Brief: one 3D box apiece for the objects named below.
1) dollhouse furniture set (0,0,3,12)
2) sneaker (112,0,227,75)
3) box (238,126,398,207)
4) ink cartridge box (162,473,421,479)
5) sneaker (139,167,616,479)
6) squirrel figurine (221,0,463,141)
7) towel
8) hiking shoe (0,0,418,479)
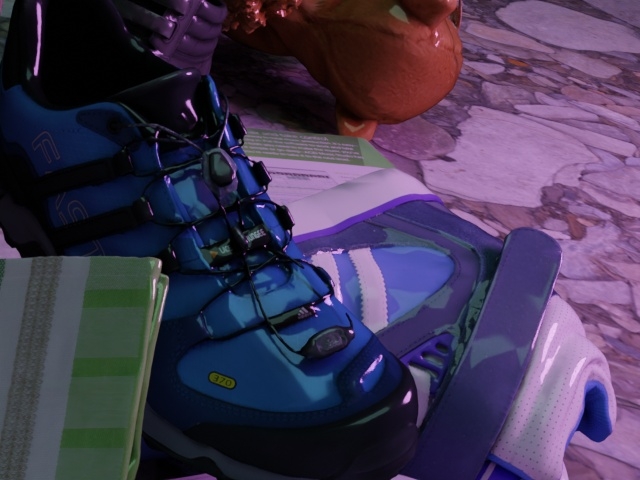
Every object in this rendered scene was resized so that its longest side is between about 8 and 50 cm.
[{"bbox_3d":[-0.275,-0.035,0.621,0.151,0.301,0.197,27,25,21],"label":"dollhouse furniture set"},{"bbox_3d":[-0.179,-0.151,1.147,0.104,0.147,0.296,27,26,18],"label":"sneaker"},{"bbox_3d":[0.000,0.000,1.047,0.232,0.058,0.322,3,28,-29],"label":"box"},{"bbox_3d":[-0.001,0.158,0.455,0.308,0.091,0.385,-1,4,-38],"label":"ink cartridge box"},{"bbox_3d":[0.024,0.097,0.754,0.323,0.130,0.236,-26,61,-38],"label":"sneaker"},{"bbox_3d":[-0.043,-0.260,1.352,0.397,0.281,0.370,8,37,-55],"label":"squirrel figurine"},{"bbox_3d":[-0.142,0.060,0.576,0.152,0.113,0.023,0,-23,15],"label":"towel"},{"bbox_3d":[-0.069,-0.007,0.626,0.113,0.132,0.304,-26,51,-34],"label":"hiking shoe"}]
